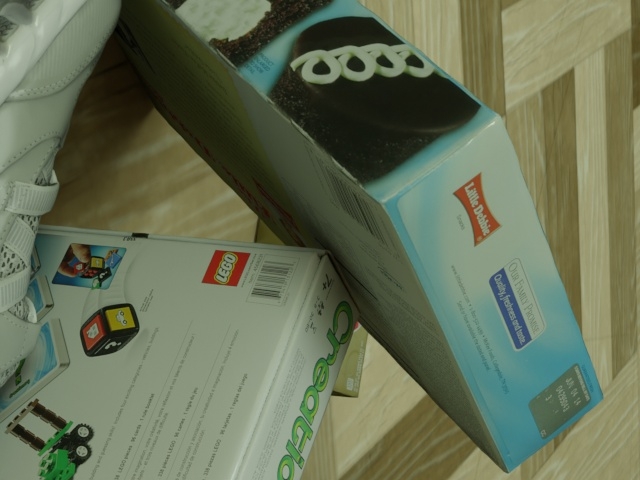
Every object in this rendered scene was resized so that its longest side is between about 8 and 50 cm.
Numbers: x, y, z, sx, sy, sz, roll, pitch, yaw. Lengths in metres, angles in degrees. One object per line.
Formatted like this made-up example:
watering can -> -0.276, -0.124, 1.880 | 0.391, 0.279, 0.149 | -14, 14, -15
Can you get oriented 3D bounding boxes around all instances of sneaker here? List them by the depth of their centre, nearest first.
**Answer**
sneaker -> -0.156, 0.003, 0.703 | 0.115, 0.105, 0.281 | 46, 65, -42

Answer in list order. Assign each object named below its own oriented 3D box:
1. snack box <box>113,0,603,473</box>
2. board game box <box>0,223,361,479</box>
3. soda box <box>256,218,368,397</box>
snack box -> -0.014, -0.057, 0.778 | 0.060, 0.322, 0.187 | -37, 138, -9
board game box -> -0.122, 0.132, 0.700 | 0.053, 0.193, 0.305 | 60, 43, -48
soda box -> 0.000, 0.000, 1.070 | 0.061, 0.058, 0.181 | 25, 73, -62
